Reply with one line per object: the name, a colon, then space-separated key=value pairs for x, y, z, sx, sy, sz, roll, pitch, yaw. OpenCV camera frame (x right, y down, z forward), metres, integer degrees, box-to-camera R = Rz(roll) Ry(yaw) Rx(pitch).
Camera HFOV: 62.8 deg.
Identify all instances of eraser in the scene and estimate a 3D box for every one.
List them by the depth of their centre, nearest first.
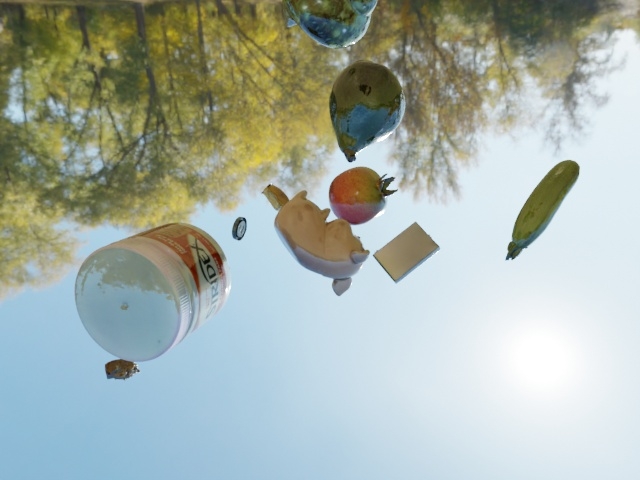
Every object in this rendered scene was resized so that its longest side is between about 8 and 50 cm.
eraser: x=0.224 y=0.030 z=1.376 sx=0.150 sy=0.023 sz=0.104 roll=-38 pitch=-122 yaw=0

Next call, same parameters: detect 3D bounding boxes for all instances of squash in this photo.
squash: x=0.607 y=-0.087 z=1.446 sx=0.094 sy=0.341 sz=0.094 roll=36 pitch=178 yaw=1

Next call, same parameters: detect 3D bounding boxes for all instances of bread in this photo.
bread: x=-0.142 y=-0.140 z=1.732 sx=0.072 sy=0.053 sz=0.106 roll=16 pitch=-145 yaw=-57

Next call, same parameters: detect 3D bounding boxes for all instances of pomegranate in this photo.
pomegranate: x=0.152 y=-0.167 z=1.886 sx=0.256 sy=0.221 sz=0.221 roll=-18 pitch=-163 yaw=23

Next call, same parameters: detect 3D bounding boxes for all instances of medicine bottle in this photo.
medicine bottle: x=-0.354 y=0.103 z=1.147 sx=0.252 sy=0.252 sz=0.241 roll=6 pitch=-165 yaw=16

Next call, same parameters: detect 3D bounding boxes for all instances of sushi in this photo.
sushi: x=-0.525 y=0.346 z=1.392 sx=0.060 sy=0.061 sz=0.118 roll=50 pitch=-155 yaw=21

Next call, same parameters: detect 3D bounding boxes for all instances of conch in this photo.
conch: x=0.017 y=-0.413 z=0.911 sx=0.181 sy=0.124 sz=0.187 roll=25 pitch=-145 yaw=17

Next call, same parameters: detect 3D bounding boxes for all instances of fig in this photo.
fig: x=0.095 y=-0.305 z=1.248 sx=0.195 sy=0.195 sz=0.245 roll=21 pitch=-104 yaw=41

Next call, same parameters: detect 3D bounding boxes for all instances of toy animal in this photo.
toy animal: x=-0.002 y=0.000 z=1.266 sx=0.250 sy=0.166 sz=0.154 roll=35 pitch=-115 yaw=11

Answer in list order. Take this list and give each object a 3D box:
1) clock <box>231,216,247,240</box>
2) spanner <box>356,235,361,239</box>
clock: x=-0.278 y=-0.041 z=1.800 sx=0.017 sy=0.085 sz=0.085 roll=14 pitch=-153 yaw=16
spanner: x=0.035 y=0.034 z=1.907 sx=0.254 sy=0.015 sz=0.054 roll=-17 pitch=-142 yaw=22
